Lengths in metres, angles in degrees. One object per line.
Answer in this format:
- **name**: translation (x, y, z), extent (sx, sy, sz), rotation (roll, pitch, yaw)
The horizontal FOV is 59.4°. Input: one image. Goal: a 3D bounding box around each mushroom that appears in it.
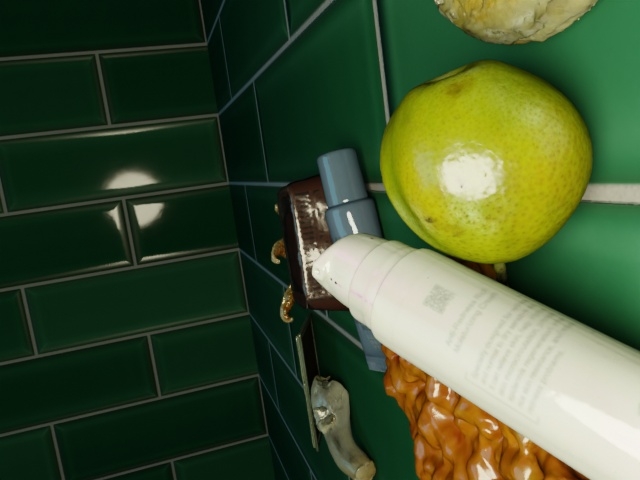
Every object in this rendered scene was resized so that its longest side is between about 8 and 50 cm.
- **mushroom**: translation (0.045, 0.427, 1.279), extent (0.099, 0.096, 0.278), rotation (52, -169, -48)

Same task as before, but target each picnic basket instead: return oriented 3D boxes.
- **picnic basket**: translation (0.000, 0.000, 1.088), extent (0.222, 0.129, 0.296), rotation (-178, 79, -76)

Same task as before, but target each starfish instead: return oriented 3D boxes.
- **starfish**: translation (-0.054, 0.007, 1.307), extent (0.375, 0.094, 0.327), rotation (78, -170, -48)

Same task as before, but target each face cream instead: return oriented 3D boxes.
- **face cream**: translation (0.072, 0.038, 0.946), extent (0.135, 0.086, 0.385), rotation (-14, 91, 62)
- **face cream**: translation (0.137, 0.084, 0.468), extent (0.345, 0.102, 0.102), rotation (30, 132, 41)

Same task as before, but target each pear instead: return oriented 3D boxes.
- **pear**: translation (0.144, -0.045, 0.495), extent (0.180, 0.166, 0.216), rotation (16, 126, 61)

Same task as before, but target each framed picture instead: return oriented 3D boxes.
- **framed picture**: translation (-0.024, 0.353, 1.446), extent (0.232, 0.019, 0.296), rotation (-42, -56, -82)

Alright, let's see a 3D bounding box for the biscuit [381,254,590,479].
- **biscuit**: translation (0.170, 0.201, 0.642), extent (0.318, 0.111, 0.312), rotation (106, 149, -56)

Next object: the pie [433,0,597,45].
- **pie**: translation (0.159, -0.295, 0.469), extent (0.274, 0.055, 0.274), rotation (170, 90, -74)
